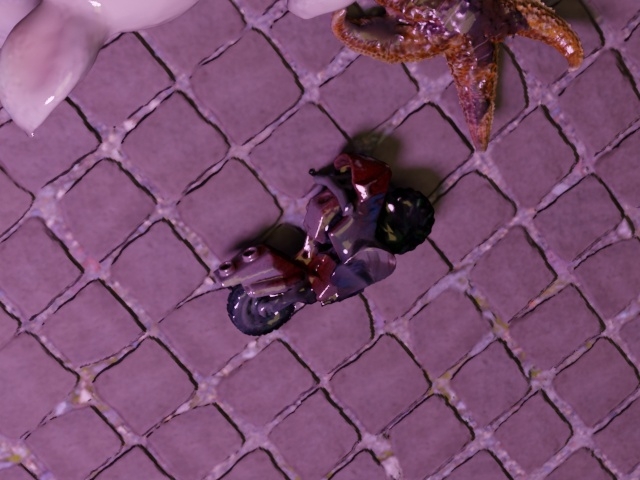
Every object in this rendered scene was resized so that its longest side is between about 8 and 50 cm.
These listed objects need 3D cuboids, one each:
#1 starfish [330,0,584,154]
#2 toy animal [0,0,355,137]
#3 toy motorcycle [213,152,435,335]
[{"bbox_3d":[0.124,-0.191,1.776,0.238,0.071,0.216,6,116,-11],"label":"starfish"},{"bbox_3d":[-0.120,-0.239,1.594,0.368,0.196,0.241,-29,120,-9],"label":"toy animal"},{"bbox_3d":[0.000,0.000,1.799,0.213,0.082,0.122,-31,120,-6],"label":"toy motorcycle"}]
